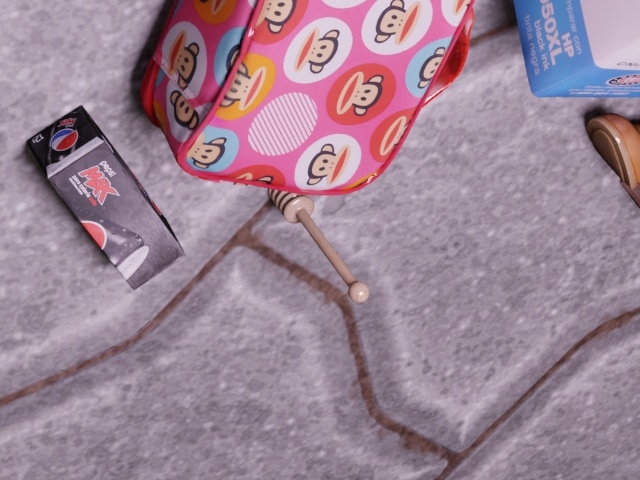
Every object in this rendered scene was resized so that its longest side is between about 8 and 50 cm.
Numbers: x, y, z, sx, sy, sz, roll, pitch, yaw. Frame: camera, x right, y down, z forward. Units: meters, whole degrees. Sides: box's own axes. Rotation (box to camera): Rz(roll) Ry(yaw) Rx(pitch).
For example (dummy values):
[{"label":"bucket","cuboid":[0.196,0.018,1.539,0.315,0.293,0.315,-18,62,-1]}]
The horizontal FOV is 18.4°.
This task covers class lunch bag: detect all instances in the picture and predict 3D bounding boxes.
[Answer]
[{"label":"lunch bag","cuboid":[0.016,-0.175,1.606,0.258,0.120,0.293,6,124,-37]}]

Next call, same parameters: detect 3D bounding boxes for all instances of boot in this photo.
[{"label":"boot","cuboid":[0.347,-0.110,1.920,0.152,0.073,0.197,-39,150,6]}]

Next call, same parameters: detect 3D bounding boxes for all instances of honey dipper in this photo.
[{"label":"honey dipper","cuboid":[0.000,0.000,1.727,0.030,0.160,0.030,-17,134,-19]}]

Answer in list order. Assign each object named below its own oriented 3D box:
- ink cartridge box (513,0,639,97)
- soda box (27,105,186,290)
[{"label":"ink cartridge box","cuboid":[0.380,-0.243,1.592,0.285,0.166,0.395,-2,169,-31]},{"label":"soda box","cuboid":[-0.178,-0.034,1.662,0.060,0.053,0.169,-34,138,-1]}]
